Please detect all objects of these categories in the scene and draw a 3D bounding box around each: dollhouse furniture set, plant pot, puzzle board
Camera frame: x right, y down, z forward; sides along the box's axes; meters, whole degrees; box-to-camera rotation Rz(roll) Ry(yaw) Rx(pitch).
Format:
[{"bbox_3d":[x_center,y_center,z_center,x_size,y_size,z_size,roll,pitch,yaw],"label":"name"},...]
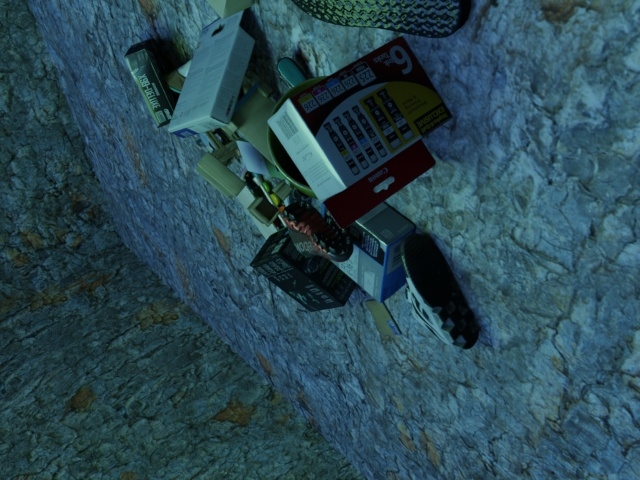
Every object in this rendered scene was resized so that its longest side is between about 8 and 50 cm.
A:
[{"bbox_3d":[-0.367,-0.315,2.265,0.129,0.129,0.184,53,154,5],"label":"dollhouse furniture set"},{"bbox_3d":[0.021,-0.202,1.627,0.275,0.275,0.293,50,172,11],"label":"plant pot"},{"bbox_3d":[-0.166,-0.244,1.927,0.286,0.303,0.198,41,173,-10],"label":"dollhouse furniture set"},{"bbox_3d":[0.193,0.237,2.102,0.128,0.011,0.096,59,153,-9],"label":"puzzle board"}]

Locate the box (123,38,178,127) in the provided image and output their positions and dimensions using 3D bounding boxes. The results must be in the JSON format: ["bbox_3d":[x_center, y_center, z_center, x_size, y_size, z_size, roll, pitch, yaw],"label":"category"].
[{"bbox_3d":[-0.553,-0.525,2.249,0.307,0.076,0.242,-116,4,-66],"label":"box"}]

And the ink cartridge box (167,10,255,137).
[{"bbox_3d":[-0.292,-0.457,1.874,0.071,0.330,0.324,23,170,-29],"label":"ink cartridge box"}]

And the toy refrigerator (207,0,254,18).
[{"bbox_3d":[-0.281,-0.697,1.704,0.269,0.102,0.094,51,154,10],"label":"toy refrigerator"}]

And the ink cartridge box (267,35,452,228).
[{"bbox_3d":[0.101,-0.218,1.383,0.272,0.309,0.130,56,154,-4],"label":"ink cartridge box"}]

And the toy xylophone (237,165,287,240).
[{"bbox_3d":[-0.167,-0.108,2.223,0.323,0.081,0.236,58,154,-6],"label":"toy xylophone"}]

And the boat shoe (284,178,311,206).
[{"bbox_3d":[-0.060,-0.149,2.000,0.070,0.078,0.219,38,148,33],"label":"boat shoe"}]

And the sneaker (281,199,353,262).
[{"bbox_3d":[0.000,0.000,1.800,0.276,0.097,0.135,36,147,46],"label":"sneaker"}]

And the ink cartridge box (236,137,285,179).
[{"bbox_3d":[-0.161,-0.258,2.060,0.209,0.062,0.109,19,136,50],"label":"ink cartridge box"}]

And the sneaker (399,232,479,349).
[{"bbox_3d":[0.265,0.135,1.732,0.146,0.122,0.330,-5,116,59],"label":"sneaker"}]

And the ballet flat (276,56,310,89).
[{"bbox_3d":[-0.038,-0.376,1.721,0.203,0.074,0.074,52,155,-7],"label":"ballet flat"}]

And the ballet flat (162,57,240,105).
[{"bbox_3d":[-0.361,-0.487,2.098,0.342,0.116,0.124,36,128,33],"label":"ballet flat"}]

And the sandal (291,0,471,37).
[{"bbox_3d":[0.094,-0.500,1.327,0.446,0.107,0.167,26,142,25],"label":"sandal"}]

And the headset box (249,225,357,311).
[{"bbox_3d":[-0.039,0.095,2.105,0.283,0.131,0.246,39,157,-13],"label":"headset box"}]

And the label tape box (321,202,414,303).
[{"bbox_3d":[0.085,-0.028,1.858,0.347,0.115,0.249,38,149,28],"label":"label tape box"}]
